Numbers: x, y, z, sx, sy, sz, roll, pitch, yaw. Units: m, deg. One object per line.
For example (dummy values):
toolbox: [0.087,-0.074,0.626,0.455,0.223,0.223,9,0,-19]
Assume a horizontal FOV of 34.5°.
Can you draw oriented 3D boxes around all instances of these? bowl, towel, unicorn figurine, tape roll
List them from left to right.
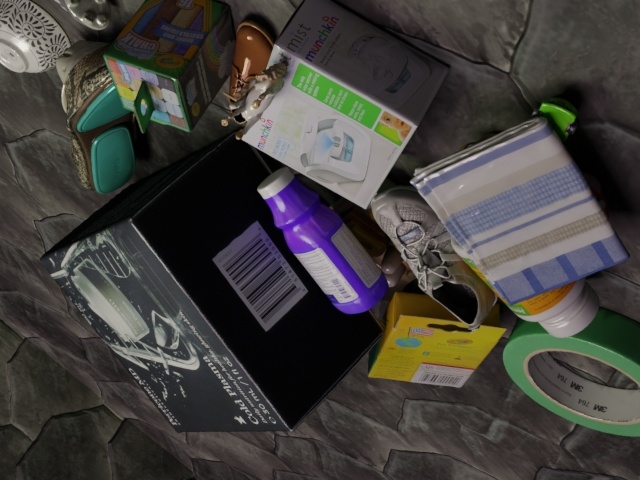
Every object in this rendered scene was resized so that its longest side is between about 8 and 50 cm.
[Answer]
bowl: [-0.547,-0.360,1.874,0.170,0.080,0.170,23,151,14]
unicorn figurine: [-0.095,-0.194,1.437,0.162,0.111,0.060,-27,107,41]
towel: [0.286,-0.035,1.455,0.209,0.034,0.285,-24,124,26]
tape roll: [0.492,0.235,1.857,0.321,0.077,0.321,23,151,13]

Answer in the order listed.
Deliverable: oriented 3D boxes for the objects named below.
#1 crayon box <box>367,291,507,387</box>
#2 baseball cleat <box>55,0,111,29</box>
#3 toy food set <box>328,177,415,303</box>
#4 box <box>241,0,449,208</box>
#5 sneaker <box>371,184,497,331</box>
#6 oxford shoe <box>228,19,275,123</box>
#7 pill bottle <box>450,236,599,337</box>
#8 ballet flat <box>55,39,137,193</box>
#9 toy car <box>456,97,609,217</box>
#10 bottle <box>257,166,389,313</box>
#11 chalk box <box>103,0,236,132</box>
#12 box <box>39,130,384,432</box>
crayon box: [0.217,0.184,1.959,0.202,0.081,0.318,8,153,-6]
baseball cleat: [-0.428,-0.426,1.682,0.206,0.072,0.109,49,161,-23]
toy food set: [0.114,0.010,1.832,0.220,0.092,0.306,35,152,-10]
box: [0.029,-0.203,1.528,0.231,0.126,0.262,29,151,-1]
sneaker: [0.188,0.026,1.644,0.281,0.115,0.105,43,125,-15]
oxford shoe: [-0.111,-0.259,1.625,0.076,0.076,0.212,26,151,12]
pill bottle: [0.330,0.042,1.625,0.246,0.136,0.136,44,150,-24]
ballet flat: [-0.408,-0.251,1.868,0.182,0.164,0.483,55,156,10]
toy car: [0.318,-0.131,1.443,0.239,0.053,0.225,24,151,11]
bottle: [0.000,0.000,1.793,0.283,0.092,0.118,52,154,-15]
chalk box: [-0.237,-0.264,1.587,0.132,0.213,0.132,21,151,17]
box: [-0.220,0.103,1.991,0.480,0.297,0.472,54,149,-13]
